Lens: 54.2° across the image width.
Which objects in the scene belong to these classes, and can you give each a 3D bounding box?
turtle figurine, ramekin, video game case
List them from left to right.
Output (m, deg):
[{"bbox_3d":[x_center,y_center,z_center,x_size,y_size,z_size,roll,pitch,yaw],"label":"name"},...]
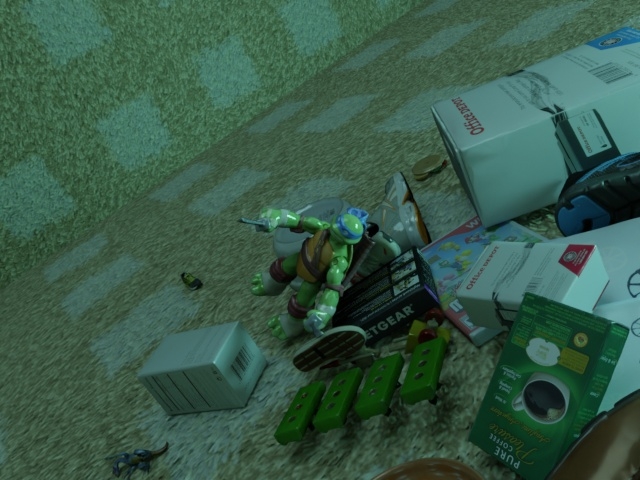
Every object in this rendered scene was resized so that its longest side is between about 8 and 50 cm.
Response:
[{"bbox_3d":[-0.057,0.057,1.018,0.275,0.198,0.266,-53,-1,-42],"label":"turtle figurine"},{"bbox_3d":[0.000,0.000,1.286,0.207,0.109,0.207,-25,24,12],"label":"ramekin"},{"bbox_3d":[0.261,0.045,1.005,0.204,0.025,0.285,-32,24,-4],"label":"video game case"}]

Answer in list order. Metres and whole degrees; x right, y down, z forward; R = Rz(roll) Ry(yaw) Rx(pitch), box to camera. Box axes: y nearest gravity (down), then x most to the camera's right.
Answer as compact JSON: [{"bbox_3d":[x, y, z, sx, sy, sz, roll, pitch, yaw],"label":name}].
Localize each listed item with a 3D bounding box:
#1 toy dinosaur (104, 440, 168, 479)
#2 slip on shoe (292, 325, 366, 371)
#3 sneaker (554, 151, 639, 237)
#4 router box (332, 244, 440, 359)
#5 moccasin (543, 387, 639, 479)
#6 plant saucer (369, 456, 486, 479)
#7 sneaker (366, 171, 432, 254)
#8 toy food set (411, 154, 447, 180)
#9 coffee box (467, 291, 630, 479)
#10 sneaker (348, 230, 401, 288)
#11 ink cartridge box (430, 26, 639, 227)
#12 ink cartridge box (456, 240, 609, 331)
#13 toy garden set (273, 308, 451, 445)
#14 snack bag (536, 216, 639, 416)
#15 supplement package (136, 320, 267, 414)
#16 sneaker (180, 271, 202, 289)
[{"bbox_3d":[-0.305,0.365,1.027,0.090,0.047,0.082,-6,-8,-44],"label":"toy dinosaur"},{"bbox_3d":[0.015,0.158,0.955,0.135,0.051,0.041,-35,14,32],"label":"slip on shoe"},{"bbox_3d":[0.508,-0.101,0.891,0.340,0.125,0.140,-14,24,29],"label":"sneaker"},{"bbox_3d":[0.100,0.099,1.019,0.179,0.046,0.133,-34,22,18],"label":"router box"},{"bbox_3d":[0.229,0.253,0.491,0.380,0.139,0.147,-35,26,-13],"label":"moccasin"},{"bbox_3d":[0.093,0.311,0.639,0.200,0.037,0.200,-29,18,10],"label":"plant saucer"},{"bbox_3d":[0.135,-0.050,1.243,0.121,0.099,0.262,-24,23,11],"label":"sneaker"},{"bbox_3d":[0.251,-0.172,1.449,0.082,0.020,0.083,-25,24,11],"label":"toy food set"},{"bbox_3d":[0.238,0.157,0.666,0.113,0.040,0.184,21,90,56],"label":"coffee box"},{"bbox_3d":[0.088,0.046,1.095,0.075,0.057,0.161,-49,-7,-27],"label":"sneaker"},{"bbox_3d":[0.425,-0.210,1.118,0.395,0.166,0.285,-20,25,10],"label":"ink cartridge box"},{"bbox_3d":[0.267,0.060,0.797,0.150,0.063,0.109,2,44,51],"label":"ink cartridge box"},{"bbox_3d":[0.076,0.196,0.883,0.244,0.049,0.204,-26,13,28],"label":"toy garden set"},{"bbox_3d":[0.403,0.067,0.742,0.323,0.037,0.342,-19,32,27],"label":"snack bag"},{"bbox_3d":[-0.203,0.223,1.082,0.179,0.105,0.105,-14,29,31],"label":"supplement package"},{"bbox_3d":[-0.324,0.099,1.548,0.031,0.035,0.083,-44,27,-28],"label":"sneaker"}]
